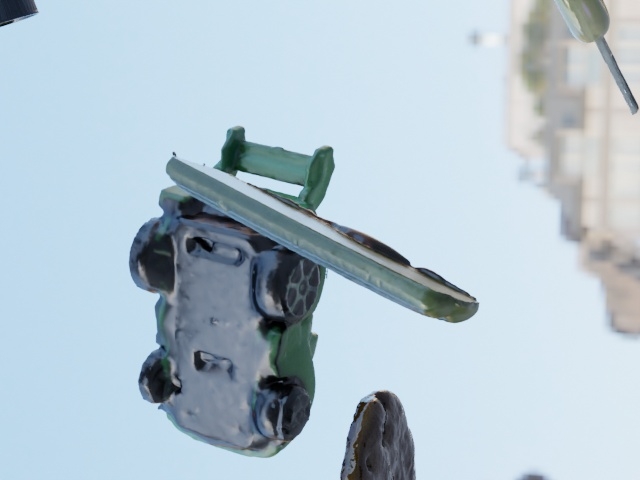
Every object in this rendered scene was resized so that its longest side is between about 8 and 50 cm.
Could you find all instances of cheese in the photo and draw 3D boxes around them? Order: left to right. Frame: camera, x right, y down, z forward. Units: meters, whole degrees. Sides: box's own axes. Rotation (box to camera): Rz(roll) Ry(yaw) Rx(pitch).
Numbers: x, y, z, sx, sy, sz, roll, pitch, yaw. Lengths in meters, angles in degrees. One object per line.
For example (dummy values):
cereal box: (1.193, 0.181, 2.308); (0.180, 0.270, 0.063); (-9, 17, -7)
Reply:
cheese: (0.323, -0.265, 2.362); (0.251, 0.054, 0.127); (62, -164, -6)

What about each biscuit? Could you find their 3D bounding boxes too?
biscuit: (0.000, 0.000, 1.730); (0.099, 0.322, 0.038); (12, -76, -58)
biscuit: (0.064, 0.266, 2.103); (0.212, 0.036, 0.212); (0, -90, -71)

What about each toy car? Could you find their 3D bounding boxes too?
toy car: (-0.088, 0.067, 2.285); (0.176, 0.213, 0.358); (-32, -53, -53)

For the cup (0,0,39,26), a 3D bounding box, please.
cup: (-0.432, -0.326, 2.416); (0.113, 0.150, 0.138); (-23, -81, -40)
